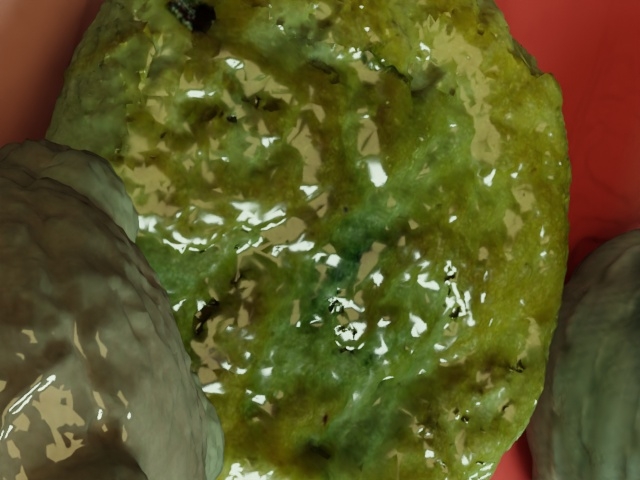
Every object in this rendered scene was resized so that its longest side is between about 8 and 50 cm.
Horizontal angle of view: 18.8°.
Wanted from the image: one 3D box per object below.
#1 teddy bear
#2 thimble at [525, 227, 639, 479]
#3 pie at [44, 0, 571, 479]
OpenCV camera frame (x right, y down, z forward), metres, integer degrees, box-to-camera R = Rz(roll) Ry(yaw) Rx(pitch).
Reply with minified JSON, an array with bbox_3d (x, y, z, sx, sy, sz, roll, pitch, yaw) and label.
[{"bbox_3d":[-0.167,0.072,0.620,0.267,0.151,0.236,-15,110,12],"label":"teddy bear"},{"bbox_3d":[0.211,0.107,0.905,0.205,0.172,0.250,-47,119,-12],"label":"thimble"},{"bbox_3d":[0.000,0.000,0.792,0.277,0.078,0.277,-9,106,-34],"label":"pie"}]
